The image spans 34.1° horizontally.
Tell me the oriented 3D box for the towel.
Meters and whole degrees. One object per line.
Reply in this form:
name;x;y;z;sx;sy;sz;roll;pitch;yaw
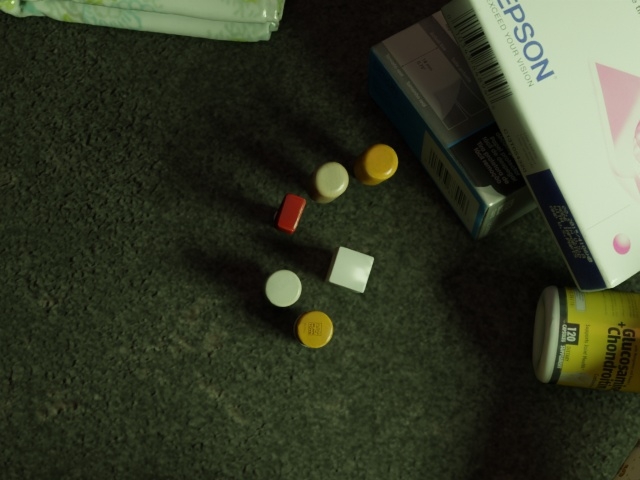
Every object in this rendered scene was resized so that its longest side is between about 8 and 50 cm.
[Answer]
towel;-0.204;-0.417;1.333;0.374;0.090;0.321;7;65;5

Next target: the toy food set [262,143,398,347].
toy food set;0.000;0.000;1.155;0.111;0.104;0.232;18;85;-5

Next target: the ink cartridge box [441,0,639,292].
ink cartridge box;0.332;-0.163;1.077;0.330;0.071;0.324;-29;94;-20

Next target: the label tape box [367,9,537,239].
label tape box;0.256;-0.187;1.209;0.333;0.106;0.241;-29;69;-11

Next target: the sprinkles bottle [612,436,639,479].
sprinkles bottle;0.348;0.214;0.967;0.121;0.121;0.355;33;87;15

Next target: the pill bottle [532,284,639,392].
pill bottle;0.317;0.105;1.077;0.184;0.103;0.103;5;66;4
